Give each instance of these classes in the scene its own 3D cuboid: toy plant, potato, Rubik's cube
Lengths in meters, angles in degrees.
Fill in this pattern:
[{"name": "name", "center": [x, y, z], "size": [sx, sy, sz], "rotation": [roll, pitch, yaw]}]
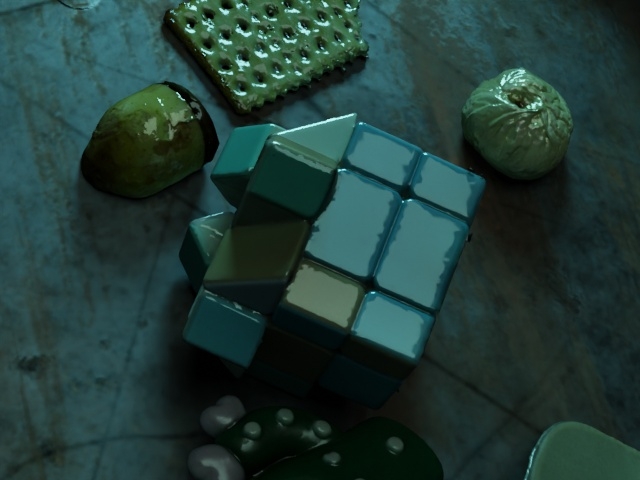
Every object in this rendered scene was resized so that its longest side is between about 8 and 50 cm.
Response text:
[{"name": "toy plant", "center": [-0.003, 0.237, 1.194], "size": [0.232, 0.112, 0.243], "rotation": [19, 53, -8]}, {"name": "potato", "center": [-0.157, -0.087, 1.357], "size": [0.096, 0.066, 0.103], "rotation": [41, 61, 12]}, {"name": "Rubik's cube", "center": [0.000, 0.000, 1.266], "size": [0.213, 0.224, 0.265], "rotation": [24, 64, -1]}]

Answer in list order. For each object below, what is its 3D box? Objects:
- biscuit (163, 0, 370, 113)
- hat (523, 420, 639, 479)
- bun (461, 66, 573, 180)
[{"name": "biscuit", "center": [-0.036, -0.208, 1.487], "size": [0.203, 0.016, 0.144], "rotation": [-29, 73, -27]}, {"name": "hat", "center": [0.246, 0.280, 1.275], "size": [0.214, 0.149, 0.245], "rotation": [24, 22, 5]}, {"name": "bun", "center": [0.195, -0.116, 1.473], "size": [0.115, 0.069, 0.115], "rotation": [8, 61, -14]}]
